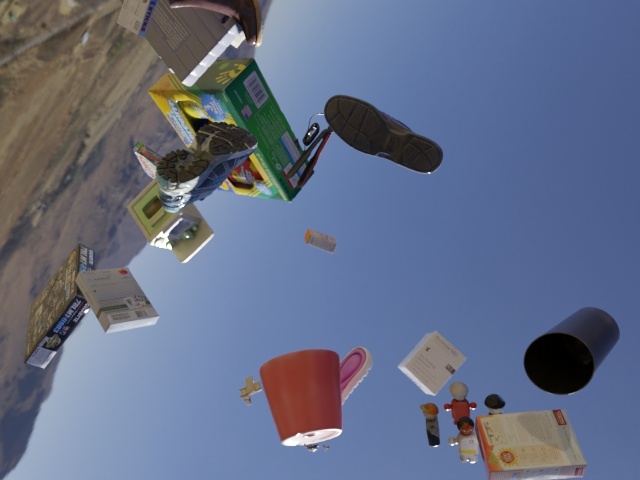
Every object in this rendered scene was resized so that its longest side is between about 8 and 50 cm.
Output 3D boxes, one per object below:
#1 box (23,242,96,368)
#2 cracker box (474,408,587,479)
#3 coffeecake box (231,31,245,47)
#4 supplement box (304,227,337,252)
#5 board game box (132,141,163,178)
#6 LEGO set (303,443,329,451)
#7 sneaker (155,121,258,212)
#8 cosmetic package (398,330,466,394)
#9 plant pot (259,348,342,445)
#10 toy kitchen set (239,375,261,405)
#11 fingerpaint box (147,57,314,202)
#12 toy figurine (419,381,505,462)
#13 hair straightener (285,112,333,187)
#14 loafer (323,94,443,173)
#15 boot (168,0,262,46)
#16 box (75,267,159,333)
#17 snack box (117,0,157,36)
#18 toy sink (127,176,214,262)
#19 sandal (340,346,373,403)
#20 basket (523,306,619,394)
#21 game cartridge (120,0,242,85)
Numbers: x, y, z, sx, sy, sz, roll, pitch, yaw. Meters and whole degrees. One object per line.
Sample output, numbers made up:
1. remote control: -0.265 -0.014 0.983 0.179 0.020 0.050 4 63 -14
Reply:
1. box: -0.815 0.199 1.721 0.293 0.073 0.295 -48 -143 11
2. cracker box: 0.526 0.520 1.387 0.233 0.067 0.155 -6 -142 5
3. coffeecake box: -0.379 -0.829 2.058 0.068 0.142 0.185 -46 -125 16
4. supplement box: 0.000 0.000 1.807 0.062 0.099 0.036 -108 -139 -66
5. board game box: -0.544 -0.241 1.840 0.035 0.136 0.201 -56 173 -16
6. LEGO set: -0.013 0.642 1.685 0.054 0.083 0.023 110 -14 -58
7. sneaker: -0.246 -0.158 1.170 0.283 0.110 0.122 -42 161 -43
8. cosmetic package: 0.414 0.456 2.044 0.183 0.151 0.151 -47 173 -11
9. plant pot: -0.049 0.508 1.749 0.275 0.275 0.243 -40 -130 39
10. toy kitchen set: -0.259 0.568 2.083 0.083 0.075 0.068 -24 -137 2
11. fingerpaint box: -0.282 -0.346 1.767 0.371 0.444 0.163 13 -124 38
12. toy figurine: 0.426 0.532 1.629 0.213 0.210 0.148 12 -67 54
13. hair straightener: -0.030 -0.263 1.500 0.230 0.089 0.047 -57 -156 0
14. loafer: 0.149 -0.247 1.295 0.109 0.303 0.095 -63 172 18
15. boot: -0.261 -0.579 1.323 0.207 0.248 0.090 -18 -165 -15
16. box: -0.530 0.151 1.427 0.186 0.145 0.038 49 -61 24
17. snack box: -0.338 -0.492 1.059 0.022 0.064 0.178 -9 130 -63
18. toy sink: -0.481 -0.064 1.747 0.153 0.234 0.131 -42 159 11
19. sandal: 0.020 0.543 1.988 0.416 0.102 0.169 -51 -152 -10
20. basket: 0.666 0.271 1.416 0.227 0.154 0.204 -23 154 -38
21. game cartridge: -0.382 -0.612 1.452 0.230 0.355 0.068 -41 168 22
